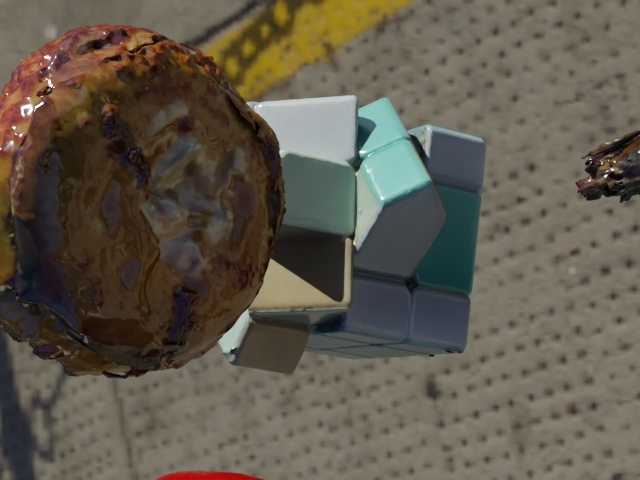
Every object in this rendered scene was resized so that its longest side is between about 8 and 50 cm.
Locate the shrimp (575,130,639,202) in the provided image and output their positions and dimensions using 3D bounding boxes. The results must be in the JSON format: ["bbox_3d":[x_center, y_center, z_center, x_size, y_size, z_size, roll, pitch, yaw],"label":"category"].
[{"bbox_3d":[0.395,-0.028,1.750,0.290,0.054,0.222,-5,89,46],"label":"shrimp"}]

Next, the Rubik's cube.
[{"bbox_3d":[0.000,0.000,1.310,0.265,0.213,0.224,-13,67,59],"label":"Rubik's cube"}]

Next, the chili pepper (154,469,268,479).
[{"bbox_3d":[-0.063,0.208,1.004,0.338,0.134,0.131,15,61,14],"label":"chili pepper"}]

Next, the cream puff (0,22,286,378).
[{"bbox_3d":[-0.143,-0.023,1.108,0.164,0.240,0.240,3,91,43],"label":"cream puff"}]
